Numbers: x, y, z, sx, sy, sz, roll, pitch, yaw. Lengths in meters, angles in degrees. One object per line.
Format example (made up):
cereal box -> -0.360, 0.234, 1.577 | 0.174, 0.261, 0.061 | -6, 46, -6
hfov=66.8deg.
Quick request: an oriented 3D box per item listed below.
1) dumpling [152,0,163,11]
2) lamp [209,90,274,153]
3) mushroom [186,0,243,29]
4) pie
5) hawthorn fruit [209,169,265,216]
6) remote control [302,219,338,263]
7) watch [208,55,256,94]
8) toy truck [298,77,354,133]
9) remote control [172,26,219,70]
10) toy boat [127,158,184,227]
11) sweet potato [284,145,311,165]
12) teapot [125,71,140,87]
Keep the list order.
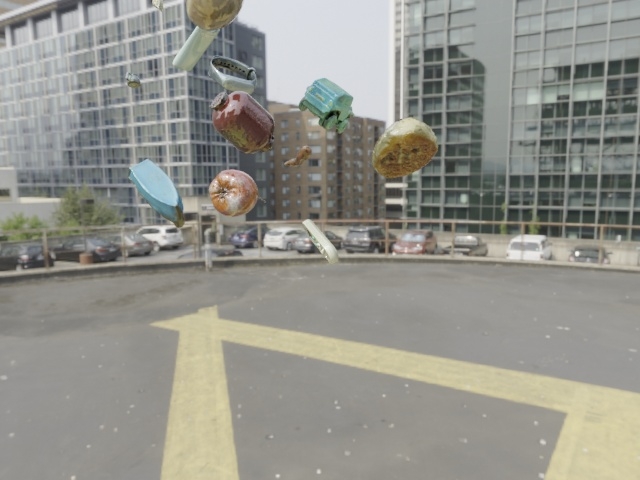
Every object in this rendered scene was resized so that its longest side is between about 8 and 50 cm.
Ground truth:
dumpling -> -0.748, -1.101, 2.255 | 0.076, 0.052, 0.057 | 42, 17, 18
lamp -> -0.267, -0.404, 1.685 | 0.180, 0.180, 0.258 | 8, -25, 50
mushroom -> -0.386, -0.850, 1.581 | 0.289, 0.298, 0.297 | 13, 4, -13
pie -> 0.363, -0.387, 2.106 | 0.315, 0.315, 0.092 | -4, 51, -24
hawthorn fruit -> -0.424, -0.234, 2.380 | 0.231, 0.235, 0.263 | -25, 11, 0
remote control -> 0.000, 0.000, 1.641 | 0.042, 0.078, 0.221 | -30, 42, -8
watch -> -0.365, -0.700, 2.047 | 0.206, 0.068, 0.193 | 0, 50, -33
toy truck -> 0.036, -0.525, 1.888 | 0.155, 0.156, 0.279 | 40, 19, 11
remote control -> -0.579, -0.890, 2.254 | 0.103, 0.051, 0.293 | -2, -24, -44
toy boat -> -0.390, -0.111, 1.175 | 0.075, 0.185, 0.077 | -39, -14, -30
sweet potato -> -0.085, -0.319, 1.887 | 0.050, 0.050, 0.214 | -4, -8, -25
teapot -> -0.957, -0.820, 2.467 | 0.066, 0.057, 0.088 | -13, -14, 17
